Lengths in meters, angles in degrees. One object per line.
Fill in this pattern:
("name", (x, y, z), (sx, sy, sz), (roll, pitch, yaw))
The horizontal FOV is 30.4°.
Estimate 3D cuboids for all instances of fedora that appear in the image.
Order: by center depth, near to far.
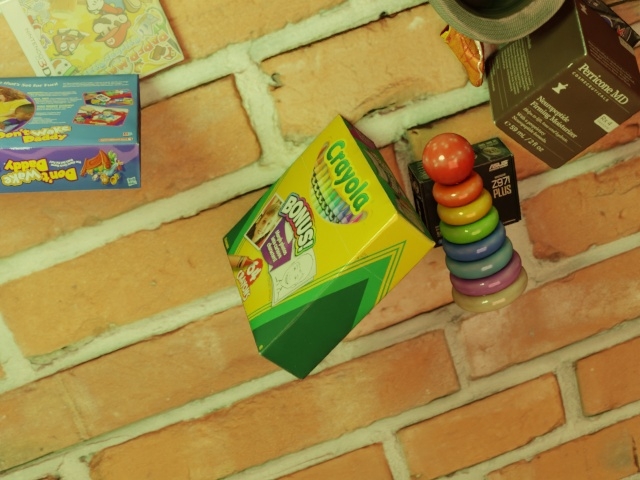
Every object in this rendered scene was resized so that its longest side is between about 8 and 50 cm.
("fedora", (0.262, -0.462, 1.885), (0.243, 0.124, 0.275), (-42, 114, 8))

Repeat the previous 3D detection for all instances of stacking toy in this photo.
("stacking toy", (0.257, -0.042, 2.058), (0.141, 0.141, 0.330), (-22, 117, -2))

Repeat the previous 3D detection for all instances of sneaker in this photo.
("sneaker", (0.242, -0.340, 2.004), (0.067, 0.064, 0.175), (-11, 120, 15))

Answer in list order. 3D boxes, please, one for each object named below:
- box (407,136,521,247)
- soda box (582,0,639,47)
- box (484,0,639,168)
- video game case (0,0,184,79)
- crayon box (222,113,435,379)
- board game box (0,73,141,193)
("box", (0.264, -0.087, 2.143), (0.180, 0.077, 0.147), (-17, 123, -6))
("soda box", (0.476, -0.386, 2.032), (0.169, 0.060, 0.053), (32, 112, -29))
("box", (0.410, -0.266, 1.989), (0.168, 0.167, 0.203), (31, 130, -29))
("video game case", (-0.356, -0.330, 1.847), (0.226, 0.026, 0.206), (-24, 124, -1))
("crayon box", (0.000, 0.000, 1.948), (0.106, 0.363, 0.313), (34, 106, -30))
("board game box", (-0.445, -0.163, 1.774), (0.347, 0.233, 0.078), (-2, 124, -6))
